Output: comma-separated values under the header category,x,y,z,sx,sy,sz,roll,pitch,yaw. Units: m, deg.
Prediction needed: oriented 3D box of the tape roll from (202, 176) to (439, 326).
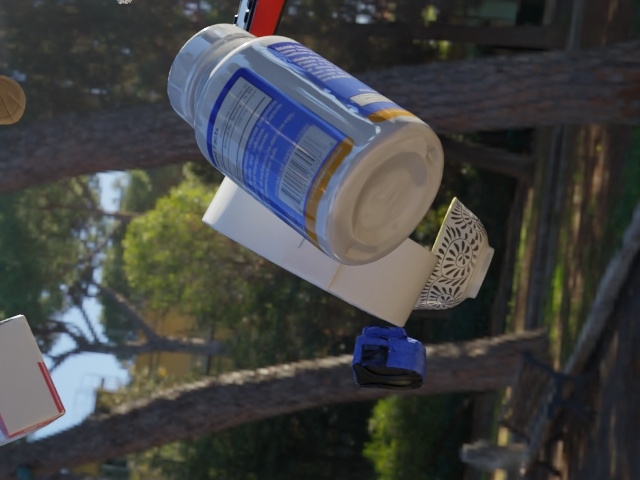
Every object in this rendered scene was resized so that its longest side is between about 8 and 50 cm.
category,x,y,z,sx,sy,sz,roll,pitch,yaw
tape roll,0.000,0.000,1.337,0.100,0.286,0.286,-61,-9,-1

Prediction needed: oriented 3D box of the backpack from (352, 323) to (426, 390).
category,x,y,z,sx,sy,sz,roll,pitch,yaw
backpack,0.122,0.198,1.840,0.098,0.120,0.101,71,-151,-63

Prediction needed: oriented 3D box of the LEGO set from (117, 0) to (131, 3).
category,x,y,z,sx,sy,sz,roll,pitch,yaw
LEGO set,-0.297,-0.398,1.524,0.087,0.227,0.093,-12,-39,-41

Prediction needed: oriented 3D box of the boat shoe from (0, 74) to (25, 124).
category,x,y,z,sx,sy,sz,roll,pitch,yaw
boat shoe,-0.596,-0.236,1.647,0.285,0.092,0.102,13,-104,-38

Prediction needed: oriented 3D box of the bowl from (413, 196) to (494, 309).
category,x,y,z,sx,sy,sz,roll,pitch,yaw
bowl,0.191,0.032,1.503,0.170,0.080,0.170,22,-90,-83

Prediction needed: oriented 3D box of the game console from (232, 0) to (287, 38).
category,x,y,z,sx,sy,sz,roll,pitch,yaw
game console,-0.113,-0.332,1.703,0.386,0.060,0.341,-108,38,-73

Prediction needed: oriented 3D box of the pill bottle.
category,x,y,z,sx,sy,sz,roll,pitch,yaw
pill bottle,-0.025,-0.105,1.052,0.152,0.272,0.152,-30,-40,-29

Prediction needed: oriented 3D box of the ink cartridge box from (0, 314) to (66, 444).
category,x,y,z,sx,sy,sz,roll,pitch,yaw
ink cartridge box,-0.462,0.213,1.609,0.158,0.092,0.218,65,157,4
